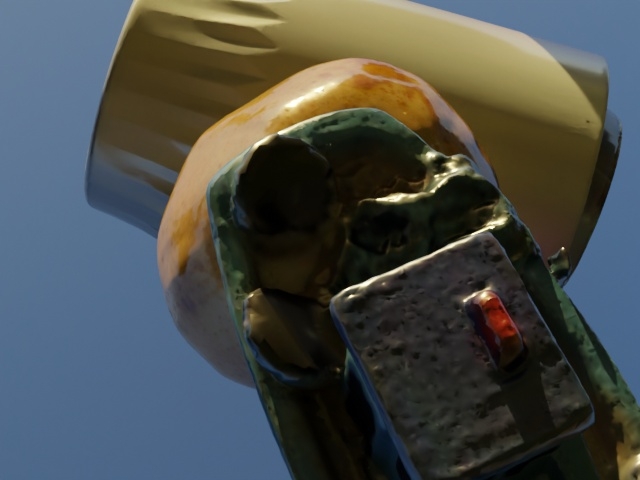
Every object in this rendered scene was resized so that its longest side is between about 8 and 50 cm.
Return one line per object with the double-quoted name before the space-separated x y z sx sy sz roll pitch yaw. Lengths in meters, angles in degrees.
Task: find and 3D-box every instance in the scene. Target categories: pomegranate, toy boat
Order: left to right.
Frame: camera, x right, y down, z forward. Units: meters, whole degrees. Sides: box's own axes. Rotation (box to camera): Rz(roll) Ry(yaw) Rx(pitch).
"pomegranate" 0.006 -0.006 0.856 0.207 0.207 0.207 3 -107 -11
"toy boat" 0.044 0.055 0.387 0.100 0.097 0.223 -23 -116 -14

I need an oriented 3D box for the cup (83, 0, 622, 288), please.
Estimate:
"cup" 0.025 -0.065 1.125 0.372 0.253 0.253 16 -109 -1
